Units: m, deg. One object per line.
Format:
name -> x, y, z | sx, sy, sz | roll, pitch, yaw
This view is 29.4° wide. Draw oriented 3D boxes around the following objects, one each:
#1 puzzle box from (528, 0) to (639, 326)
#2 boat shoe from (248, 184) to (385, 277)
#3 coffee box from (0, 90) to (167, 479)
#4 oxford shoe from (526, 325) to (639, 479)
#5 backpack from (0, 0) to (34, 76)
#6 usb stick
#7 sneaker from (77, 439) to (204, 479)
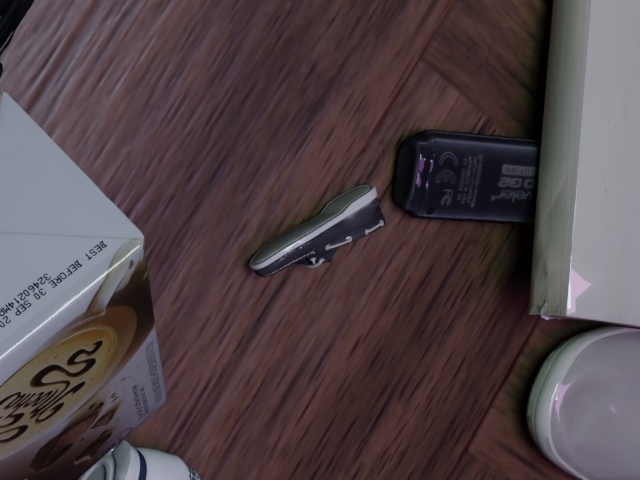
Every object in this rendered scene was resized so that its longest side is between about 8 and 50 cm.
puzzle box -> 0.312, -0.120, 1.072 | 0.272, 0.052, 0.409 | 10, 84, -32
boat shoe -> 0.000, 0.000, 0.958 | 0.125, 0.046, 0.038 | -34, 110, -30
coffee box -> -0.192, 0.067, 0.710 | 0.168, 0.297, 0.119 | -40, 76, -19
oxford shoe -> 0.386, 0.188, 1.172 | 0.449, 0.130, 0.169 | 20, 91, -30
backpack -> -0.203, -0.269, 0.656 | 0.273, 0.290, 0.356 | 38, 77, -13
usb stick -> 0.187, -0.050, 1.058 | 0.278, 0.045, 0.077 | 2, 105, -31
sneaker -> -0.164, 0.263, 0.892 | 0.094, 0.090, 0.235 | 31, 86, -43
